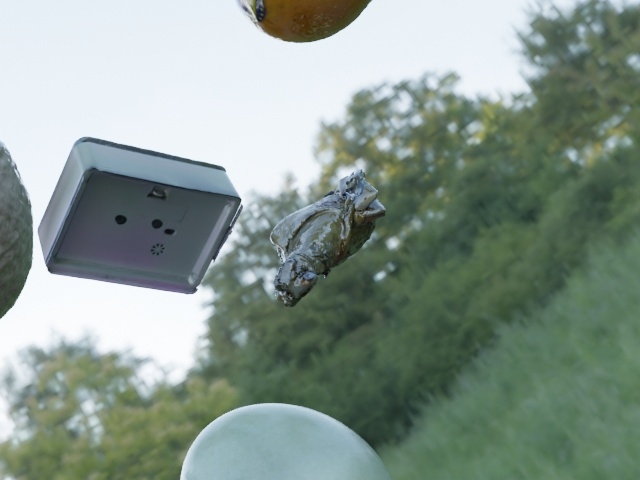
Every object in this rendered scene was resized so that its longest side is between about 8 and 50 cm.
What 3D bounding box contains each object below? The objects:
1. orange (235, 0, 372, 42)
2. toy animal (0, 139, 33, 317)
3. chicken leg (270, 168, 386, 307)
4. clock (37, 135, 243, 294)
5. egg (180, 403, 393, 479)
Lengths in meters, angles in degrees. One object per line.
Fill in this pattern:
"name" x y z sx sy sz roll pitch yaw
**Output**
"orange" -0.014 -0.285 1.240 0.155 0.178 0.178 1 -29 -12
"toy animal" -0.461 0.017 1.525 0.226 0.188 0.358 -39 -27 -53
"chicken leg" -0.004 0.003 1.317 0.196 0.080 0.125 -43 7 -39
"clock" -0.203 -0.024 1.384 0.192 0.071 0.147 10 -58 -32
"egg" -0.028 0.260 1.221 0.186 0.253 0.187 -25 -55 -41
